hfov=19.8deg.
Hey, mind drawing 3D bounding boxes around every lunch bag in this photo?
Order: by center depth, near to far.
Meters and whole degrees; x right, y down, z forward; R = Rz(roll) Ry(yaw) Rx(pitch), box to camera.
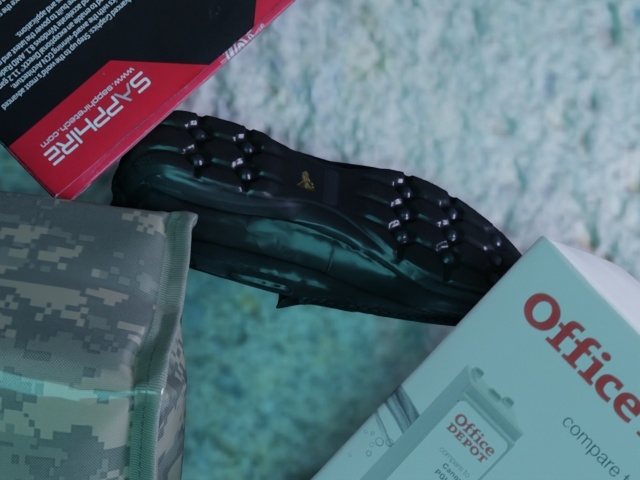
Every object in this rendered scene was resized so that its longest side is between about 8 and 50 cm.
[{"bbox_3d":[-0.187,0.122,0.903,0.235,0.169,0.287,7,124,-2],"label":"lunch bag"}]

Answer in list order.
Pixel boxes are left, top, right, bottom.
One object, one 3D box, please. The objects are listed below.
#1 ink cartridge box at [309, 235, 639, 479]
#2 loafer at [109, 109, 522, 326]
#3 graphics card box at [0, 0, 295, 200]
[{"bbox_3d":[0.097,0.168,0.896,0.283,0.117,0.207,-48,64,10],"label":"ink cartridge box"},{"bbox_3d":[0.000,0.000,0.948,0.223,0.076,0.078,18,134,-11],"label":"loafer"},{"bbox_3d":[-0.162,-0.226,0.843,0.233,0.094,0.371,-41,116,4],"label":"graphics card box"}]
